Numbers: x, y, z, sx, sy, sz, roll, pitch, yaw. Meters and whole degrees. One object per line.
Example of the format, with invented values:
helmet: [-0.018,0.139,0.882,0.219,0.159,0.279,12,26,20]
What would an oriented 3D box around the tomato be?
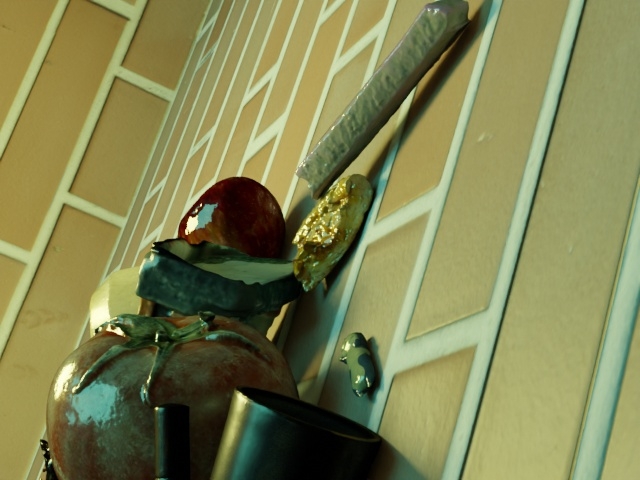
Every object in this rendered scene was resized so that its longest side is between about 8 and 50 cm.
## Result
tomato: [-0.180,0.221,1.598,0.317,0.316,0.283,-127,34,-72]

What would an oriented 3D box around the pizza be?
pizza: [0.000,0.000,1.803,0.182,0.062,0.161,-35,35,59]

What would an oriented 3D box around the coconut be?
coconut: [-0.284,0.150,2.254,0.241,0.241,0.241,-57,18,30]

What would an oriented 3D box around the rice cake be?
rice cake: [0.077,-0.190,1.755,0.365,0.056,0.072,-49,-10,32]

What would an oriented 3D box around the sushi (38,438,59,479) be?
sushi: [-0.351,0.390,2.040,0.348,0.234,0.207,-49,14,-1]

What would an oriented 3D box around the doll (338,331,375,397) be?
doll: [0.044,0.144,1.505,0.037,0.027,0.125,-53,18,16]

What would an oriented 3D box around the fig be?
fig: [-0.122,0.006,2.077,0.175,0.207,0.175,-35,-19,-14]

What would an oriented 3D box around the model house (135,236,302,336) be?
model house: [-0.168,0.148,1.848,0.253,0.184,0.291,-18,-50,-74]

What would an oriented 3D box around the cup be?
cup: [-0.065,0.256,1.399,0.239,0.166,0.177,20,91,45]
